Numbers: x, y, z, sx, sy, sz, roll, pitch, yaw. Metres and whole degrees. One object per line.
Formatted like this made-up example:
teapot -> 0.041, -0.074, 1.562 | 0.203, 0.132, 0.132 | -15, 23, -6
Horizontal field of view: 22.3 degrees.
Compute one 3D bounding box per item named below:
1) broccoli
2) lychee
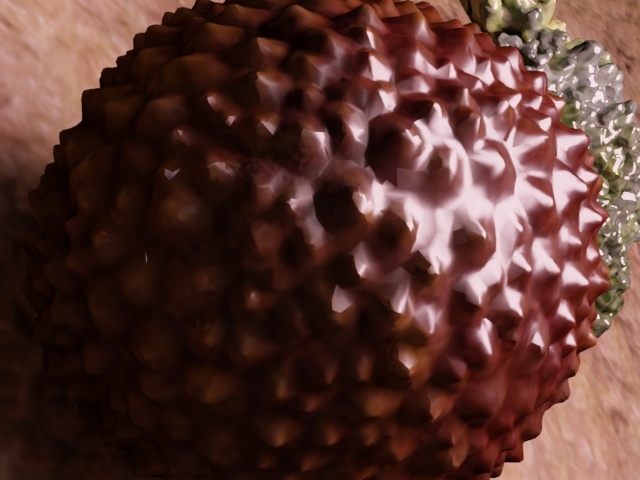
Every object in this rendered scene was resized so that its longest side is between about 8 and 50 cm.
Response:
broccoli -> 0.064, -0.042, 0.976 | 0.243, 0.247, 0.263 | -136, -145, -54
lychee -> 0.000, 0.000, 0.720 | 0.267, 0.267, 0.267 | 37, 34, -31
